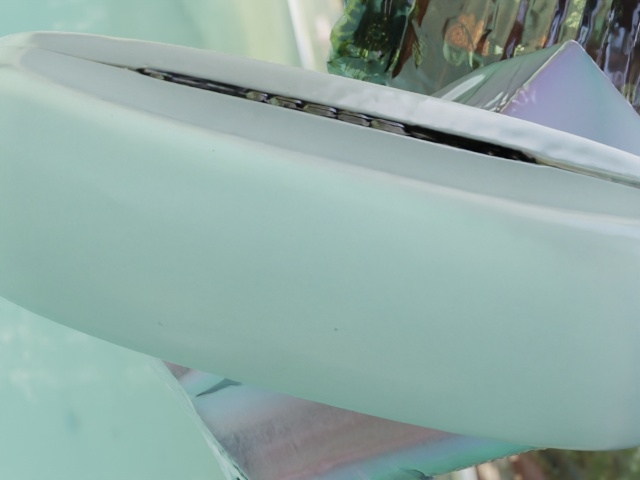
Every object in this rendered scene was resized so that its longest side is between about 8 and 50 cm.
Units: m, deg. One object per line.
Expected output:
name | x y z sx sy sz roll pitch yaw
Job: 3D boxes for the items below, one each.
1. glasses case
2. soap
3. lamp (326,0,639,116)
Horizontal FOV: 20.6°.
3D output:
glasses case | 0.000 0.000 0.497 0.059 0.233 0.092 -69 168 -49
soap | 0.022 0.025 0.788 0.109 0.324 0.193 51 53 -8
lamp | 0.121 -0.120 0.989 0.247 0.247 0.247 -12 90 -85
